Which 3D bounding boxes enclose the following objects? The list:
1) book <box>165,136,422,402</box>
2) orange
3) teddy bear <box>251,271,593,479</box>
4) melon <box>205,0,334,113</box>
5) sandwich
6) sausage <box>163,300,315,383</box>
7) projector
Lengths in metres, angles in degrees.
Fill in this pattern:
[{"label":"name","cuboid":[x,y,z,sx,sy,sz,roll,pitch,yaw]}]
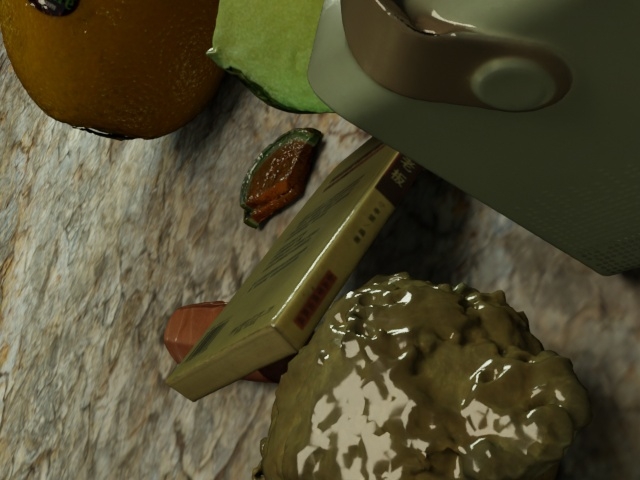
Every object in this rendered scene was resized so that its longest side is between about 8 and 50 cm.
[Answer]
[{"label":"book","cuboid":[0.000,0.000,0.604,0.231,0.026,0.161,-54,11,-33]},{"label":"orange","cuboid":[-0.216,-0.245,1.012,0.274,0.274,0.274,-37,39,38]},{"label":"teddy bear","cuboid":[0.026,0.136,0.445,0.256,0.156,0.267,-60,29,3]},{"label":"melon","cuboid":[0.071,-0.246,0.623,0.344,0.226,0.331,-63,38,27]},{"label":"sandwich","cuboid":[-0.036,-0.061,0.818,0.101,0.026,0.069,-35,39,39]},{"label":"sausage","cuboid":[-0.075,0.077,0.737,0.169,0.065,0.065,-5,63,54]},{"label":"projector","cuboid":[0.123,-0.104,0.390,0.177,0.242,0.163,-25,45,49]}]
